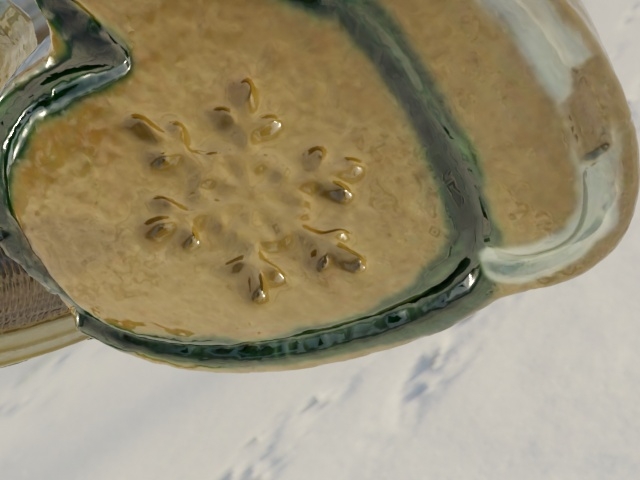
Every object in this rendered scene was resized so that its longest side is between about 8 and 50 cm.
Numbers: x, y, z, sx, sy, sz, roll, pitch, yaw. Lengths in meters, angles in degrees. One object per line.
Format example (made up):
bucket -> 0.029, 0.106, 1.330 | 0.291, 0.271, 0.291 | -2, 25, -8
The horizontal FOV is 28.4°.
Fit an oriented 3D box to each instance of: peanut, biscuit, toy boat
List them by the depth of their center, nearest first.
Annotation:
biscuit -> -0.035, -0.056, 0.606 | 0.343, 0.287, 0.057 | -16, 31, 28
toy boat -> -0.252, 0.040, 0.999 | 0.310, 0.089, 0.115 | -12, -29, -42
peanut -> -0.508, -0.272, 1.809 | 0.158, 0.174, 0.340 | -35, 15, 11
